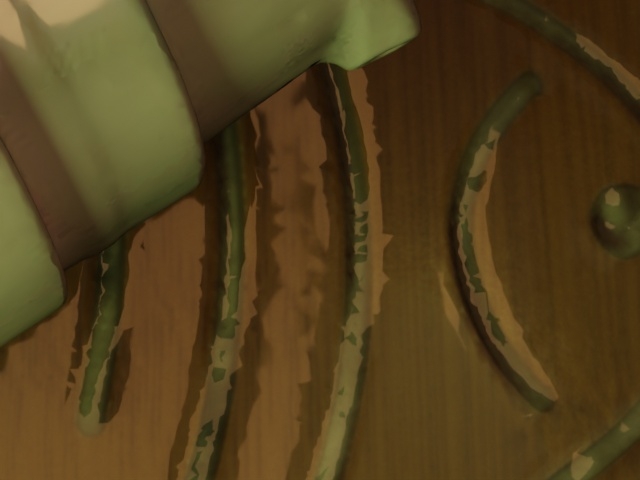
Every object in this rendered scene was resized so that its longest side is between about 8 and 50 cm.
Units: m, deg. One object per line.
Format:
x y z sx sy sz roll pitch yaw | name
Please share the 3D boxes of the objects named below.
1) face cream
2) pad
-0.143 0.015 0.324 0.345 0.102 0.102 -34 91 -14 | face cream
0.000 0.000 0.426 0.284 0.018 0.286 2 80 -16 | pad
